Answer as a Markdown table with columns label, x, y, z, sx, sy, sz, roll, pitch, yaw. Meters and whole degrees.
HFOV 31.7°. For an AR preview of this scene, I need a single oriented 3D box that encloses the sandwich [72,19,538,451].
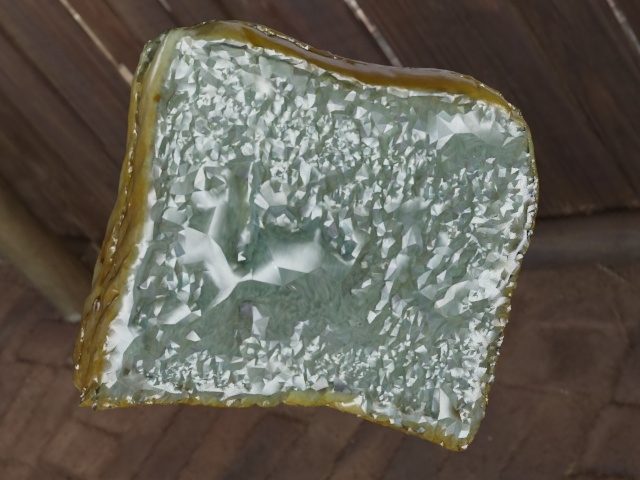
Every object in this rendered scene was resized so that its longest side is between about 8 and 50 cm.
| label | x | y | z | sx | sy | sz | roll | pitch | yaw |
| --- | --- | --- | --- | --- | --- | --- | --- | --- | --- |
| sandwich | 0.000 | 0.000 | 0.788 | 0.099 | 0.301 | 0.271 | -142 | 64 | -68 |
